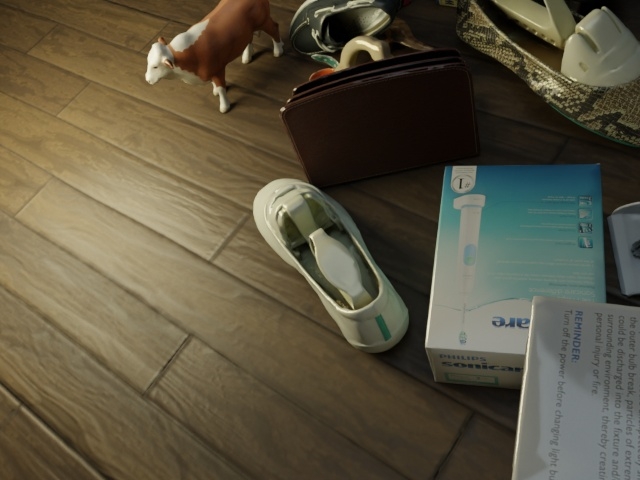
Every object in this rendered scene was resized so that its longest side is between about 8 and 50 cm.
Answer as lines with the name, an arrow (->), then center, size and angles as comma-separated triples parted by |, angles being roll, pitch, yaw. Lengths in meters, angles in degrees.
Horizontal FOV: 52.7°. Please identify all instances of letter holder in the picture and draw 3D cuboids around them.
letter holder -> 0.096, -0.234, 1.083 | 0.301, 0.214, 0.152 | -11, 54, 11

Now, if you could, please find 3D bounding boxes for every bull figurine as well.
bull figurine -> -0.205, -0.385, 1.303 | 0.101, 0.188, 0.310 | 33, 72, 34

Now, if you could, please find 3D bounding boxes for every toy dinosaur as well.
toy dinosaur -> 0.155, -0.407, 1.277 | 0.112, 0.064, 0.211 | -30, 53, -5

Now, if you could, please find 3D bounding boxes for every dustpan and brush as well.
dustpan and brush -> 0.517, -0.004, 0.881 | 0.211, 0.060, 0.147 | -5, 56, 16

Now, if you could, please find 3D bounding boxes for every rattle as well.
rattle -> 0.092, -0.341, 1.252 | 0.143, 0.130, 0.199 | -43, 27, -26

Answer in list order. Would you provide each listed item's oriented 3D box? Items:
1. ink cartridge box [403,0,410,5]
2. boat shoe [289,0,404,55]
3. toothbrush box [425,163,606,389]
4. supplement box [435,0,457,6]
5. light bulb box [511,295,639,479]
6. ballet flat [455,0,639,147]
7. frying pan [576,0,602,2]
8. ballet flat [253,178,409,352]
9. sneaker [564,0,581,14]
ink cartridge box -> 0.071, -0.566, 1.303 | 0.172, 0.237, 0.100 | -26, 53, 0
boat shoe -> 0.033, -0.418, 1.244 | 0.302, 0.114, 0.091 | -16, 51, 52
toothbrush box -> 0.271, 0.046, 0.889 | 0.216, 0.126, 0.296 | 0, 57, 18
supplement box -> 0.287, -0.526, 1.318 | 0.083, 0.056, 0.083 | 21, 65, 29
light bulb box -> 0.365, 0.241, 0.580 | 0.361, 0.358, 0.225 | 6, 61, 21
ballet flat -> 0.392, -0.334, 1.074 | 0.164, 0.182, 0.483 | -34, 53, -8
frying pan -> 0.394, -0.480, 1.120 | 0.326, 0.053, 0.197 | -14, 69, -24
ballet flat -> 0.000, 0.000, 1.009 | 0.139, 0.139, 0.400 | -33, 53, -6
sneaker -> 0.454, -0.473, 1.222 | 0.074, 0.063, 0.170 | 7, 64, 15
